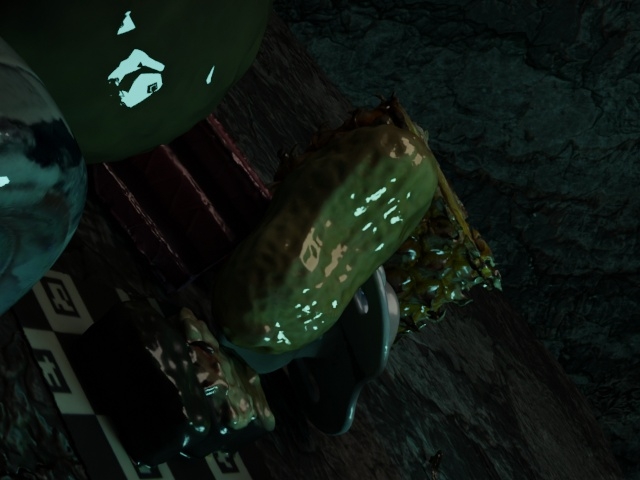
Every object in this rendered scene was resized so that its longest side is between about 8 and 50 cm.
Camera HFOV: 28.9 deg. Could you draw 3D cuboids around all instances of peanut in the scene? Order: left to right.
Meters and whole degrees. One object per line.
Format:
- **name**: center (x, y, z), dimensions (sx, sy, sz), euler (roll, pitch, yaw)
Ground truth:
- **peanut**: center (-0.001, -0.002, 1.314), dimensions (0.143, 0.291, 0.159), euler (43, -16, -12)

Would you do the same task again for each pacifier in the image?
- **pacifier**: center (-0.027, 0.103, 1.455), dimensions (0.207, 0.279, 0.227), euler (-9, 54, -29)

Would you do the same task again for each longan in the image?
- **longan**: center (-0.234, -0.272, 1.153), dimensions (0.404, 0.404, 0.436), euler (46, 8, -35)

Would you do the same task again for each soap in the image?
- **soap**: center (-0.174, -0.086, 1.392), dimensions (0.250, 0.162, 0.099), euler (54, 12, -6)

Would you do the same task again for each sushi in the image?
- **sushi**: center (-0.115, 0.133, 1.183), dimensions (0.296, 0.100, 0.373), euler (60, 13, 21)

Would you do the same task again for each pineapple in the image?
- **pineapple**: center (0.065, -0.007, 1.756), dimensions (0.352, 0.300, 0.352), euler (51, 12, -15)

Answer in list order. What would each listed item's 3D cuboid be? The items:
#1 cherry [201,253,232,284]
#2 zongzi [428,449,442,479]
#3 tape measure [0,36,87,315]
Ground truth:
- **cherry**: center (-0.111, 0.028, 1.547), dimensions (0.107, 0.090, 0.225), euler (47, -15, 49)
- **zongzi**: center (0.270, 0.454, 1.308), dimensions (0.447, 0.181, 0.418), euler (19, 66, -24)
- **tape measure**: center (-0.264, -0.018, 0.667), dimensions (0.147, 0.256, 0.275), euler (54, 17, 12)
